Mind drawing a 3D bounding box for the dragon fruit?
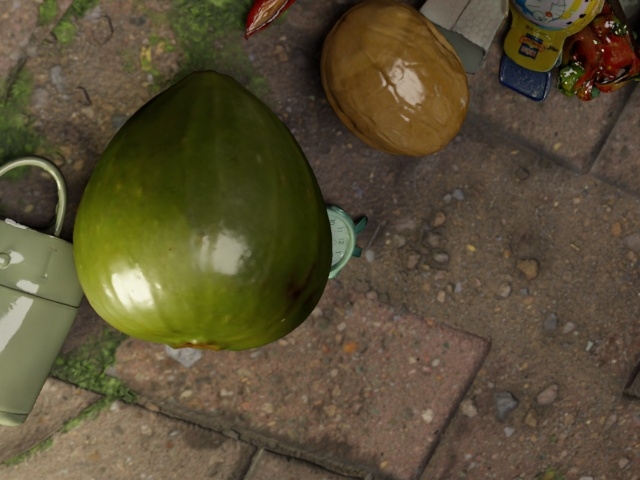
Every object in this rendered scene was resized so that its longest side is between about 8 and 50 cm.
[{"bbox_3d":[0.352,-0.246,1.744,0.142,0.138,0.175,42,118,10],"label":"dragon fruit"}]

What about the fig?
[{"bbox_3d":[-0.128,-0.033,1.564,0.316,0.316,0.316,-7,112,-18],"label":"fig"}]

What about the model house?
[{"bbox_3d":[0.175,-0.277,1.695,0.100,0.088,0.100,28,73,4],"label":"model house"}]

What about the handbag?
[{"bbox_3d":[-0.389,0.047,1.615,0.241,0.109,0.315,20,89,-27],"label":"handbag"}]

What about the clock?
[{"bbox_3d":[0.000,0.000,1.750,0.135,0.041,0.101,1,109,-22],"label":"clock"}]

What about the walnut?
[{"bbox_3d":[0.087,-0.190,1.639,0.197,0.165,0.165,40,93,-27],"label":"walnut"}]

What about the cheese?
[{"bbox_3d":[0.274,-0.289,1.697,0.064,0.156,0.250,-26,135,-42],"label":"cheese"}]

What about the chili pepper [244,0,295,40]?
[{"bbox_3d":[-0.003,-0.339,1.612,0.059,0.050,0.268,38,95,-8],"label":"chili pepper"}]

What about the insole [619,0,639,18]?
[{"bbox_3d":[0.355,-0.362,1.766,0.065,0.006,0.193,-42,119,-2],"label":"insole"}]
